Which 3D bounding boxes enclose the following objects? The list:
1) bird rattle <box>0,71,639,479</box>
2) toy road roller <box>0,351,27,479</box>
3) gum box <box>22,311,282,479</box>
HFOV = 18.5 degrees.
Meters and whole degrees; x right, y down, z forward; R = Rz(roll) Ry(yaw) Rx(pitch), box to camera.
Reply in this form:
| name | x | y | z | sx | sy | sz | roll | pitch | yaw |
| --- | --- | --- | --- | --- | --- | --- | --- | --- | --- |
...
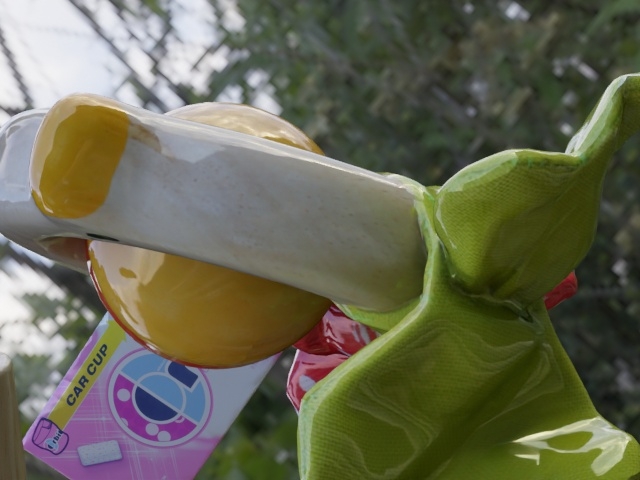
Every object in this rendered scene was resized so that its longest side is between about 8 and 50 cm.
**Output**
| name | x | y | z | sx | sy | sz | roll | pitch | yaw |
| --- | --- | --- | --- | --- | --- | --- | --- | --- | --- |
| bird rattle | 0.000 | 0.000 | 0.600 | 0.253 | 0.206 | 0.143 | -162 | 91 | -80 |
| toy road roller | -0.313 | 0.143 | 0.894 | 0.240 | 0.329 | 0.203 | -43 | -52 | -75 |
| gum box | -0.097 | 0.082 | 1.273 | 0.188 | 0.107 | 0.062 | -55 | 3 | 18 |
